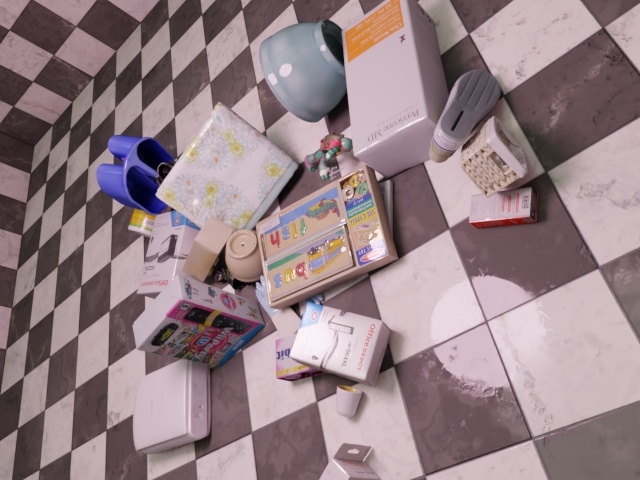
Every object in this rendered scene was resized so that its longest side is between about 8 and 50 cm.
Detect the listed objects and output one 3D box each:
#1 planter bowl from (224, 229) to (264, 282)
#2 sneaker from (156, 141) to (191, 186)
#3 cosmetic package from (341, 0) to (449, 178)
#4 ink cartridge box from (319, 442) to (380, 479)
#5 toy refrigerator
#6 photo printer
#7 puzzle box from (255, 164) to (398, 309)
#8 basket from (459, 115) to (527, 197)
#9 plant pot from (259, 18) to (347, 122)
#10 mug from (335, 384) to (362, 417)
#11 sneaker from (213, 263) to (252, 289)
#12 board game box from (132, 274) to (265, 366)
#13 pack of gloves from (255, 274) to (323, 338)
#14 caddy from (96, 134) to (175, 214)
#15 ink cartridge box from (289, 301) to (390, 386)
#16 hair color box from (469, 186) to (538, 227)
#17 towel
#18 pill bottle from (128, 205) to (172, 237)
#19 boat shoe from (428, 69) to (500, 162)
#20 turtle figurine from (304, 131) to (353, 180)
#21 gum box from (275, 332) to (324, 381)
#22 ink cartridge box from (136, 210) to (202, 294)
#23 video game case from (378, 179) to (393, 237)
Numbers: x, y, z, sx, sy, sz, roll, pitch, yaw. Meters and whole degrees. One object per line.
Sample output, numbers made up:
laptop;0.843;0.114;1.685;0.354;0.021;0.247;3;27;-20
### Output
planter bowl;-0.224;0.032;1.668;0.162;0.109;0.162;-6;59;10
sneaker;-0.472;-0.270;1.975;0.169;0.257;0.447;-50;45;15
cosmetic package;0.204;-0.427;1.483;0.230;0.161;0.453;-24;57;34
ink cartridge box;0.052;0.554;1.209;0.067;0.115;0.198;32;95;47
toy refrigerator;-0.363;0.035;1.760;0.102;0.094;0.269;-63;9;-32
photo printer;-0.482;0.528;1.728;0.307;0.107;0.256;-27;55;32
puzzle box;0.000;0.000;1.502;0.408;0.052;0.272;-27;63;29
basket;0.376;-0.183;1.197;0.103;0.113;0.167;-39;10;29
plant pot;-0.011;-0.531;1.630;0.196;0.293;0.293;-27;55;35
mug;0.066;0.391;1.324;0.062;0.078;0.064;11;87;12
sneaker;-0.284;0.119;1.759;0.188;0.067;0.078;-5;62;39
board game box;-0.350;0.244;1.593;0.224;0.303;0.098;-45;47;20
pack of gloves;-0.084;0.148;1.589;0.195;0.046;0.232;-48;55;14
caddy;-0.639;-0.234;1.970;0.179;0.341;0.241;12;76;15
ink cartridge box;0.049;0.248;1.318;0.203;0.086;0.148;10;70;25
hair color box;0.407;-0.071;1.214;0.141;0.043;0.072;-5;68;43
towel;-0.300;-0.195;1.747;0.374;0.320;0.090;-50;14;14
pill bottle;-0.662;-0.136;2.180;0.136;0.136;0.246;8;77;45
boat shoe;0.331;-0.301;1.293;0.302;0.109;0.094;-50;-4;-34
turtle figurine;0.047;-0.251;1.553;0.175;0.118;0.234;-26;16;-22
gum box;-0.031;0.299;1.441;0.188;0.062;0.107;-23;57;34
ink cartridge box;-0.519;0.056;1.962;0.223;0.129;0.308;-8;67;41
video game case;0.122;-0.056;1.491;0.173;0.022;0.191;-15;63;38
